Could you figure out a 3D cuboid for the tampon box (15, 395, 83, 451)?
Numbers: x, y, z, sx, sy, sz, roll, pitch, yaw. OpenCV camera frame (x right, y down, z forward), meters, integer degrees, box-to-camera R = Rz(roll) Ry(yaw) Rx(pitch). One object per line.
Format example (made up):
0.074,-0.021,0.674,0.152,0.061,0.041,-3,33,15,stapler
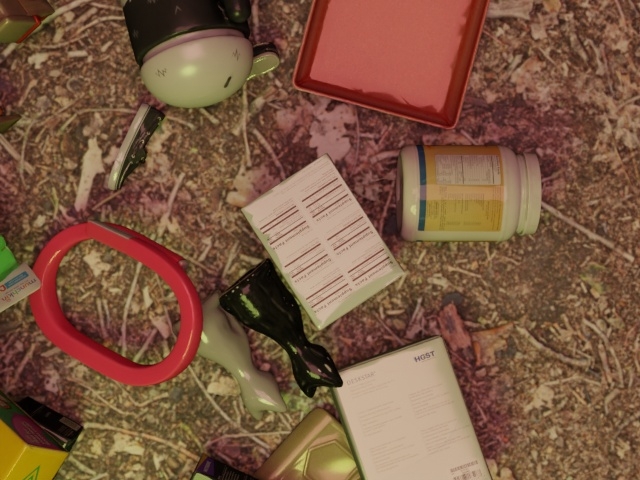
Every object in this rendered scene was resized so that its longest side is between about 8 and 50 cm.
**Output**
-0.441,0.331,1.822,0.101,0.120,0.161,29,91,-2,tampon box

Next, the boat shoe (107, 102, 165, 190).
-0.278,-0.137,1.853,0.040,0.049,0.142,24,88,-3,boat shoe

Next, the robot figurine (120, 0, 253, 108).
-0.194,-0.329,1.770,0.174,0.209,0.278,-15,81,-5,robot figurine

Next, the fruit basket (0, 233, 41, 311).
-0.609,0.078,1.738,0.353,0.165,0.327,-40,53,-12,fruit basket

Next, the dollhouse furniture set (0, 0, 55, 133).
-0.526,-0.279,1.805,0.259,0.135,0.262,-35,92,21,dollhouse furniture set

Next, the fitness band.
-0.299,0.090,1.807,0.291,0.054,0.209,26,104,19,fitness band

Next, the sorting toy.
0.044,0.368,1.877,0.229,0.041,0.307,42,90,-2,sorting toy

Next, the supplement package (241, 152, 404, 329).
0.000,0.000,1.790,0.149,0.194,0.203,-33,93,-2,supplement package

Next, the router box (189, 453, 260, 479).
-0.134,0.508,1.831,0.243,0.081,0.309,25,101,-1,router box

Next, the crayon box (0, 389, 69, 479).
-0.574,0.326,1.742,0.363,0.106,0.313,33,89,31,crayon box

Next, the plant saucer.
0.110,-0.320,1.861,0.258,0.048,0.259,15,90,-2,plant saucer

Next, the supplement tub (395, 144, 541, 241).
0.216,-0.069,1.821,0.200,0.144,0.144,0,91,-2,supplement tub

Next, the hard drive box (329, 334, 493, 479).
0.129,0.277,1.830,0.181,0.089,0.232,-18,87,-5,hard drive box

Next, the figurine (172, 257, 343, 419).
-0.090,0.160,1.809,0.209,0.215,0.092,53,45,-6,figurine

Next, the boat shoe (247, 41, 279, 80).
-0.122,-0.265,1.859,0.125,0.046,0.038,-21,49,14,boat shoe
